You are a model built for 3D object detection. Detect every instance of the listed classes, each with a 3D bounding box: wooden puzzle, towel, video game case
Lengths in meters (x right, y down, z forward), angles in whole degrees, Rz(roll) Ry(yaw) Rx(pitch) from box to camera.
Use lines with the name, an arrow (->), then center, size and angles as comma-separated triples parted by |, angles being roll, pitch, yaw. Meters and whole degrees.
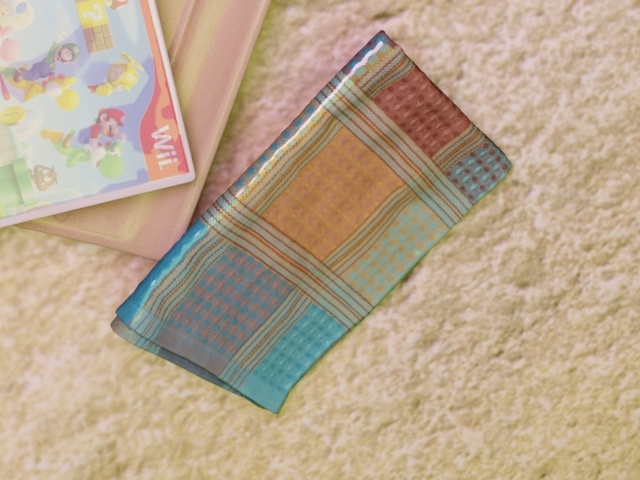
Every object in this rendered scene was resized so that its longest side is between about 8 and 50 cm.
wooden puzzle -> -0.247, -0.170, 1.254 | 0.347, 0.080, 0.322 | 16, 109, -18
towel -> 0.000, 0.000, 1.378 | 0.370, 0.040, 0.271 | -46, 140, 7
video game case -> -0.266, -0.112, 1.216 | 0.285, 0.025, 0.204 | -14, 115, -7
